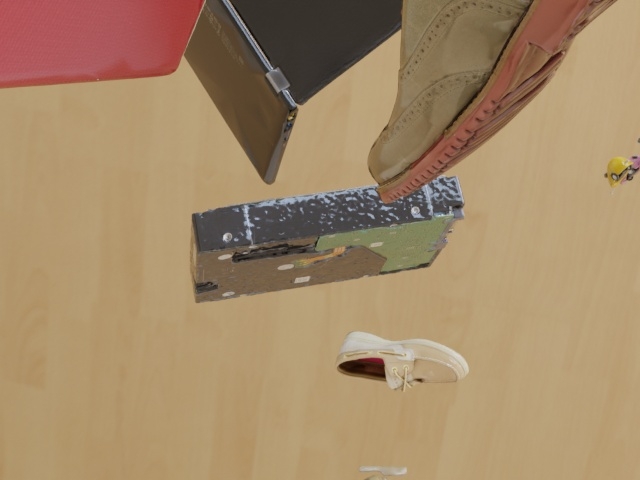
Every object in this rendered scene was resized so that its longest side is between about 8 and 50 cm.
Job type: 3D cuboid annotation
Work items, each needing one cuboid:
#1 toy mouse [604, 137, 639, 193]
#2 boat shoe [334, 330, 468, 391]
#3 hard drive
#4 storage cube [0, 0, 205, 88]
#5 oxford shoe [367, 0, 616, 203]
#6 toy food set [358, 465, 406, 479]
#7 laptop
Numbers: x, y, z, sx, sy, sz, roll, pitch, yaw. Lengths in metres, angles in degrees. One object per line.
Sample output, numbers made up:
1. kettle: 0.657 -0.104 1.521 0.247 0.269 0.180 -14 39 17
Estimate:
1. toy mouse: 0.499 -0.134 1.819 0.031 0.143 0.161 48 160 17
2. boat shoe: 0.094 0.154 1.387 0.170 0.059 0.063 4 133 34
3. hard drive: 0.000 0.000 1.505 0.339 0.237 0.064 -8 73 -9
4. storage cube: -0.170 -0.212 0.636 0.183 0.193 0.215 47 127 25
5. oxford shoe: 0.107 -0.153 0.815 0.130 0.123 0.348 46 141 7
6. toy food set: 0.070 0.303 1.290 0.078 0.122 0.019 1 140 2
7. laptop: -0.050 -0.348 1.525 0.236 0.408 0.382 -28 78 -18
